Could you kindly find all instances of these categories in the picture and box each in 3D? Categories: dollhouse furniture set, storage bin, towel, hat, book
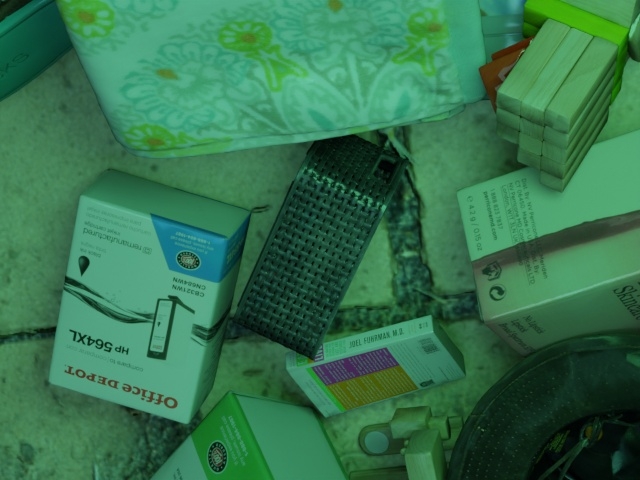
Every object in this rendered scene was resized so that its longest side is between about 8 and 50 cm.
[{"bbox_3d":[0.069,0.232,1.457,0.123,0.151,0.144,-8,108,16],"label":"dollhouse furniture set"},{"bbox_3d":[0.000,0.000,1.395,0.084,0.122,0.180,25,115,2],"label":"storage bin"},{"bbox_3d":[-0.043,-0.203,1.171,0.320,0.090,0.374,-7,145,5],"label":"towel"},{"bbox_3d":[0.282,0.213,1.392,0.331,0.134,0.331,3,107,10],"label":"hat"},{"bbox_3d":[0.052,0.116,1.450,0.144,0.035,0.096,-15,146,17],"label":"book"}]

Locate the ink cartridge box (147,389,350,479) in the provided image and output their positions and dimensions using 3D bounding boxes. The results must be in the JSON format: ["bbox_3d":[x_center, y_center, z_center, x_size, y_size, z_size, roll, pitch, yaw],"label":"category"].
[{"bbox_3d":[-0.094,0.319,1.492,0.121,0.211,0.289,16,126,-44],"label":"ink cartridge box"}]

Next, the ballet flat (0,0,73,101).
[{"bbox_3d":[-0.182,-0.265,1.315,0.483,0.164,0.182,-20,73,26],"label":"ballet flat"}]

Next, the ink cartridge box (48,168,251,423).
[{"bbox_3d":[-0.163,0.054,1.475,0.148,0.086,0.203,16,113,6],"label":"ink cartridge box"}]

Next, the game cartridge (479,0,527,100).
[{"bbox_3d":[0.101,-0.260,1.307,0.198,0.062,0.297,-1,111,18],"label":"game cartridge"}]

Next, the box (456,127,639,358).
[{"bbox_3d":[0.252,0.002,1.302,0.232,0.148,0.127,-18,63,20],"label":"box"}]

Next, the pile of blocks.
[{"bbox_3d":[0.221,-0.226,1.240,0.112,0.149,0.362,27,89,19],"label":"pile of blocks"}]
